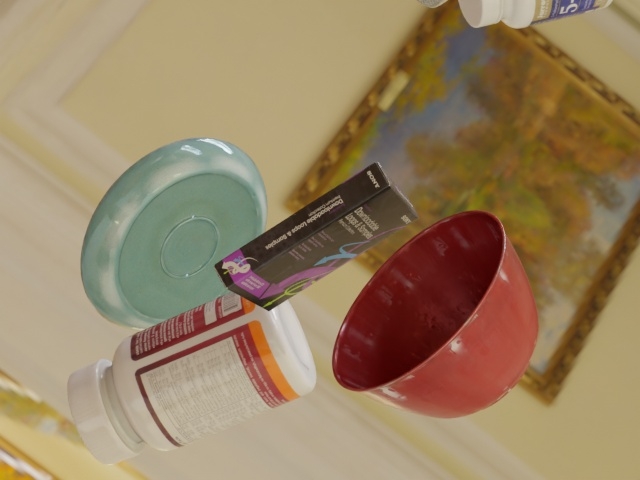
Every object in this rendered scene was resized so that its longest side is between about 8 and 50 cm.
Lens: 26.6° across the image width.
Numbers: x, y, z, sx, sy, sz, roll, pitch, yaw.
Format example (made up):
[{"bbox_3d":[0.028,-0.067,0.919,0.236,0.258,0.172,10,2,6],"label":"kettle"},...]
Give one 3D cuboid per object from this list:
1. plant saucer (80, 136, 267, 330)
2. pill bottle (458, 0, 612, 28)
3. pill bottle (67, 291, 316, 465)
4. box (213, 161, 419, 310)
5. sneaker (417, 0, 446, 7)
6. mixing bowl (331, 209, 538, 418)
[{"bbox_3d":[-0.198,0.003,1.966,0.318,0.044,0.317,-24,132,-30],"label":"plant saucer"},{"bbox_3d":[0.277,-0.336,1.751,0.187,0.112,0.112,-15,175,-13],"label":"pill bottle"},{"bbox_3d":[-0.125,0.132,1.318,0.221,0.121,0.121,-23,-171,8],"label":"pill bottle"},{"bbox_3d":[0.000,0.000,1.154,0.162,0.029,0.116,-34,161,7],"label":"box"},{"bbox_3d":[0.107,-0.226,1.074,0.070,0.051,0.134,-42,-163,-9],"label":"sneaker"},{"bbox_3d":[0.108,0.074,1.086,0.181,0.098,0.181,-39,-156,21],"label":"mixing bowl"}]
